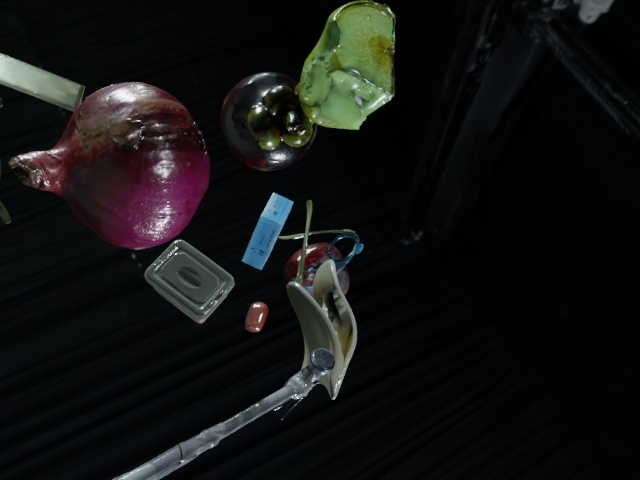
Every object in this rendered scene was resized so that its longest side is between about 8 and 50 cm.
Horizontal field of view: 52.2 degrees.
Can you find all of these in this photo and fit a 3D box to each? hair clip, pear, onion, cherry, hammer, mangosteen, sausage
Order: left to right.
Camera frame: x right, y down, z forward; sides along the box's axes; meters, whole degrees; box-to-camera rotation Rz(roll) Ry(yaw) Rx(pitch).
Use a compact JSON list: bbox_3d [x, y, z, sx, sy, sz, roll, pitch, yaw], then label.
[{"bbox_3d":[-0.432,-0.147,1.332,0.348,0.385,0.347,11,-75,47],"label":"onion"},{"bbox_3d":[-0.144,0.277,0.972,0.044,0.427,0.152,49,-55,19],"label":"hammer"},{"bbox_3d":[-0.191,0.228,1.950,0.059,0.054,0.094,-23,-134,68],"label":"sausage"},{"bbox_3d":[-0.144,-0.346,1.906,0.311,0.311,0.311,52,-24,35],"label":"mangosteen"},{"bbox_3d":[-0.018,0.126,2.363,0.203,0.300,0.230,-5,-89,41],"label":"cherry"},{"bbox_3d":[0.005,0.189,1.423,0.172,0.113,0.282,-20,-98,63],"label":"hair clip"},{"bbox_3d":[0.045,-0.413,1.602,0.282,0.176,0.286,-36,-135,56],"label":"pear"}]

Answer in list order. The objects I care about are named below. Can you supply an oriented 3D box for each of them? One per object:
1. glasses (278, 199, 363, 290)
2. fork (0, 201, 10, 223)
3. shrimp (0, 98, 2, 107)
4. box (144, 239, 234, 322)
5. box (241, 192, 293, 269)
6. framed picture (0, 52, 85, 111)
[{"bbox_3d":[-0.016,0.007,1.777,0.207,0.239,0.102,51,-26,-6],"label":"glasses"},{"bbox_3d":[-0.799,-0.135,1.547,0.028,0.034,0.219,31,-34,65],"label":"fork"},{"bbox_3d":[-0.880,-0.241,1.606,0.247,0.085,0.360,-145,-102,-82],"label":"shrimp"},{"bbox_3d":[-0.206,0.069,1.033,0.122,0.089,0.062,36,-27,8],"label":"box"},{"bbox_3d":[-0.181,-0.029,2.226,0.083,0.142,0.232,26,-48,-4],"label":"box"},{"bbox_3d":[-0.686,-0.383,1.568,0.010,0.231,0.173,-59,-154,24],"label":"framed picture"}]
